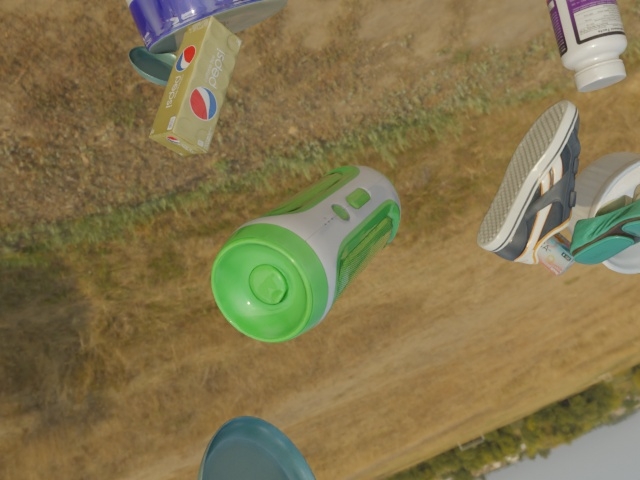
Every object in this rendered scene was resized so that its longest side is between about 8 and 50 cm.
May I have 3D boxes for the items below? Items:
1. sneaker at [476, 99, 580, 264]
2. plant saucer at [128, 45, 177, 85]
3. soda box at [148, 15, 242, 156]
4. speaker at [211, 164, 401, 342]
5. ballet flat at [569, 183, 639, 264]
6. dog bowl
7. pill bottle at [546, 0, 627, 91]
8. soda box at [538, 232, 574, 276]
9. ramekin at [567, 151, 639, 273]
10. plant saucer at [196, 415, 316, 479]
[{"bbox_3d":[0.429,-0.105,1.182,0.321,0.128,0.126,-63,-167,3],"label":"sneaker"},{"bbox_3d":[-0.297,-0.318,1.130,0.119,0.119,0.021,-3,137,-38],"label":"plant saucer"},{"bbox_3d":[-0.168,-0.210,0.835,0.058,0.181,0.061,0,159,43],"label":"soda box"},{"bbox_3d":[0.000,0.000,0.689,0.131,0.131,0.296,-38,-179,30],"label":"speaker"},{"bbox_3d":[0.454,-0.035,0.885,0.083,0.087,0.247,14,160,-14],"label":"ballet flat"},{"bbox_3d":[-0.194,-0.417,1.051,0.265,0.104,0.265,-19,-168,4],"label":"dog bowl"},{"bbox_3d":[0.468,-0.365,1.065,0.108,0.193,0.108,-12,176,-1],"label":"pill bottle"},{"bbox_3d":[0.480,-0.007,1.349,0.058,0.183,0.063,-16,145,-47],"label":"soda box"},{"bbox_3d":[0.710,-0.074,1.415,0.278,0.135,0.277,-5,111,-13],"label":"ramekin"},{"bbox_3d":[-0.087,0.432,0.944,0.044,0.317,0.318,-32,154,21],"label":"plant saucer"}]
